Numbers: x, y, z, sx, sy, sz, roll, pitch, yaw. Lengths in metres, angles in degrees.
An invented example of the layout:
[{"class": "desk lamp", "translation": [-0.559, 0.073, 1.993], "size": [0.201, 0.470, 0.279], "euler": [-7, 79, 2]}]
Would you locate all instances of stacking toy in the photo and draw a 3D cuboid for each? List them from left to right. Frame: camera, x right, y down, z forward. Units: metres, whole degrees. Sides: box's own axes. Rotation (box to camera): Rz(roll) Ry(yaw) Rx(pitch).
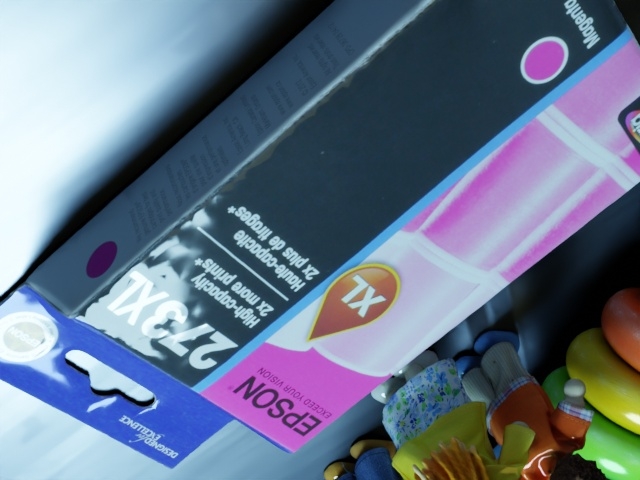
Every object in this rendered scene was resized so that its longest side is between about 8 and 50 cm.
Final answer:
[{"class": "stacking toy", "translation": [0.197, 0.116, 0.621], "size": [0.141, 0.141, 0.330], "euler": [9, 117, -27]}]

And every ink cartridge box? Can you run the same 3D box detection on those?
[{"class": "ink cartridge box", "translation": [0.000, 0.000, 0.494], "size": [0.371, 0.069, 0.176], "euler": [-39, 130, 13]}]

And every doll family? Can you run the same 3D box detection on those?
[{"class": "doll family", "translation": [0.062, 0.180, 0.586], "size": [0.118, 0.163, 0.263], "euler": [15, 119, -29]}]
